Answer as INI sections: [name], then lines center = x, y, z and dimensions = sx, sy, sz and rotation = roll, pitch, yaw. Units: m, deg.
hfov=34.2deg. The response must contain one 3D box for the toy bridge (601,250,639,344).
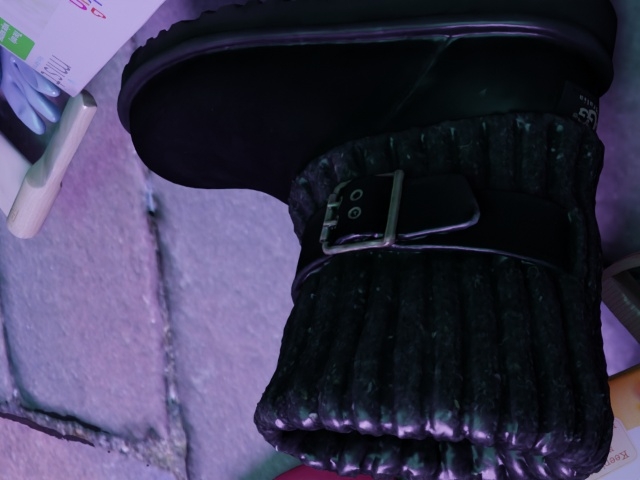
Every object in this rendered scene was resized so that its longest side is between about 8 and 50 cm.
[toy bridge]
center = 0.187, 0.042, 0.611
dimensions = 0.063, 0.026, 0.188
rotation = 51, 128, 12

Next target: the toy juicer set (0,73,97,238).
[toy juicer set]
center = -0.315, -0.103, 0.844
dimensions = 0.329, 0.089, 0.209
rotation = 38, 134, 25

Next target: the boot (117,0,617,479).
[boot]
center = -0.002, -0.001, 0.589
dimensions = 0.348, 0.131, 0.260
rotation = -4, 68, 37

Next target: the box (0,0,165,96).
[box]
center = -0.176, -0.220, 0.596
dimensions = 0.231, 0.126, 0.262
rotation = 37, 162, -18

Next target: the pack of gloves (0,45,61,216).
[pack of gloves]
center = -0.289, -0.147, 0.897
dimensions = 0.232, 0.046, 0.195
rotation = 47, 138, 18

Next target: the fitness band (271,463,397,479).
[fitness band]
center = 0.000, 0.293, 0.824
dimensions = 0.209, 0.054, 0.291
rotation = 54, 127, 12

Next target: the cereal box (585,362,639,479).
[cereal box]
center = 0.220, 0.174, 0.540
dimensions = 0.173, 0.047, 0.240
rotation = -25, 78, 8
